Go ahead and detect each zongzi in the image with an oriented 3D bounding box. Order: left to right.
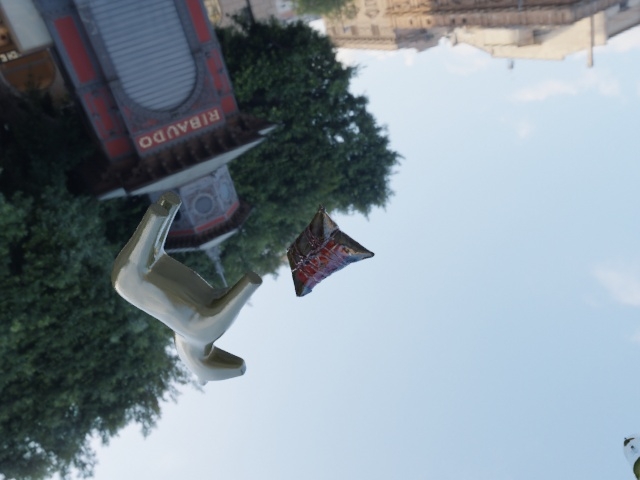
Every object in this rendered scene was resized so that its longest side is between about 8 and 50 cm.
[{"bbox_3d":[0.000,0.000,0.529,0.083,0.073,0.067,-22,-146,9],"label":"zongzi"}]

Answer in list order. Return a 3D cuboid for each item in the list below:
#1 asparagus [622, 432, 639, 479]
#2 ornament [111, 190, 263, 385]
[{"bbox_3d":[0.356,0.239,0.616,0.041,0.045,0.178,-26,158,19],"label":"asparagus"},{"bbox_3d":[-0.170,0.087,0.748,0.245,0.230,0.061,-49,-170,35],"label":"ornament"}]
